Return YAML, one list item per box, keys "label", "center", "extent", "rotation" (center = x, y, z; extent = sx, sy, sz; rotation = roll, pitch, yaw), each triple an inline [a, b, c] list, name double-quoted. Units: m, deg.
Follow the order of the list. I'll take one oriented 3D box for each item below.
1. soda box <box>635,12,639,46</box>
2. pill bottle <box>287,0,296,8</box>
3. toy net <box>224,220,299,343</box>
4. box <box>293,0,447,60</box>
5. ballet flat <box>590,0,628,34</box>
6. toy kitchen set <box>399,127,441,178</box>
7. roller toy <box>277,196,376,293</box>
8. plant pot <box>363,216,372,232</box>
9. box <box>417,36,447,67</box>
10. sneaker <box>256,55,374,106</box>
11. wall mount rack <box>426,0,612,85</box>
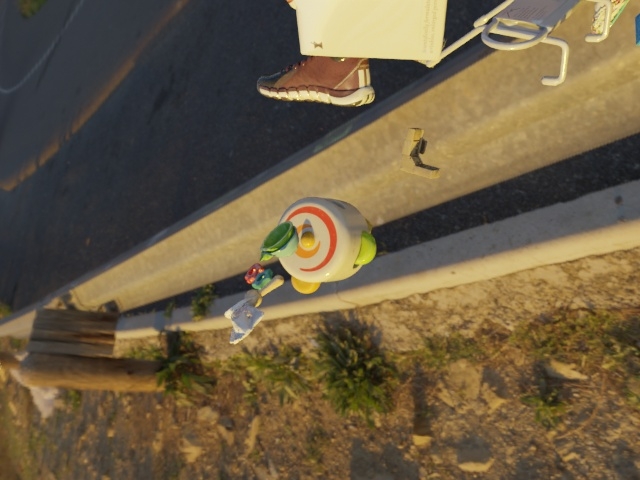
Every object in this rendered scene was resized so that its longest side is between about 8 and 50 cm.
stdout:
- label: "soda box"
  center: [0.638, -0.419, 1.013]
  extent: [0.210, 0.067, 0.071]
  rotation: [118, 164, -67]
- label: "pill bottle"
  center: [-0.056, -0.664, 1.478]
  extent: [0.121, 0.216, 0.121]
  rotation: [-33, 24, 17]
- label: "toy net"
  center: [-0.112, 0.068, 0.986]
  extent: [0.122, 0.045, 0.232]
  rotation: [-15, 36, 43]
- label: "box"
  center: [0.064, -0.327, 0.710]
  extent: [0.181, 0.182, 0.119]
  rotation: [83, -164, -53]
- label: "ballet flat"
  center: [0.648, -0.547, 1.263]
  extent: [0.091, 0.077, 0.241]
  rotation: [-45, -10, -47]
- label: "toy kitchen set"
  center: [0.209, -0.172, 1.153]
  extent: [0.075, 0.068, 0.083]
  rotation: [23, 113, 37]
- label: "roller toy"
  center: [0.000, 0.000, 1.334]
  extent: [0.209, 0.146, 0.191]
  rotation: [-34, 74, 25]
- label: "plant pot"
  center: [0.091, -0.023, 1.650]
  extent: [0.134, 0.095, 0.134]
  rotation: [15, -90, -88]
- label: "box"
  center: [0.218, -0.465, 1.383]
  extent: [0.027, 0.137, 0.094]
  rotation: [104, -169, -56]
- label: "sneaker"
  center: [-0.012, -0.376, 1.233]
  extent: [0.281, 0.106, 0.162]
  rotation: [13, 117, 28]
- label: "wall mount rack"
  center: [0.401, -0.433, 1.213]
  extent: [0.304, 0.130, 0.350]
  rotation: [26, 54, 34]
